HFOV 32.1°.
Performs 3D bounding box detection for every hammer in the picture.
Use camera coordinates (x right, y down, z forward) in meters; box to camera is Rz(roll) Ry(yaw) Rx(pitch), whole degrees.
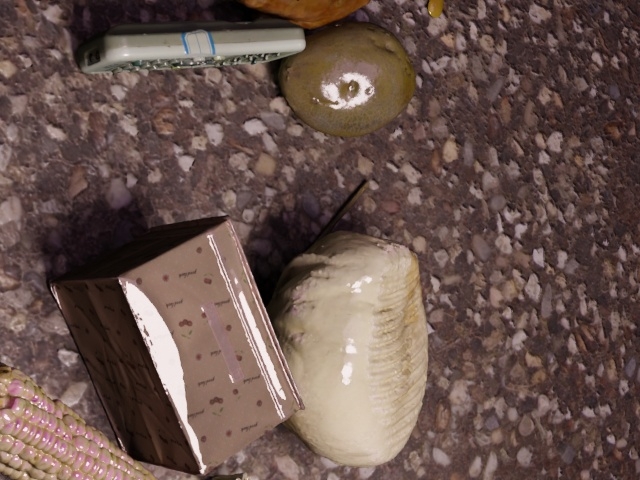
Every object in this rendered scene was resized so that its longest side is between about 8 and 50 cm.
[{"bbox_3d":[0.000,0.000,1.815,0.292,0.029,0.058,-50,117,-29],"label":"hammer"}]

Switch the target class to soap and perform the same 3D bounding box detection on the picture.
[{"bbox_3d":[0.212,-0.444,2.002,0.034,0.012,0.089,19,77,-34],"label":"soap"}]

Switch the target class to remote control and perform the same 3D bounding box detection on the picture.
[{"bbox_3d":[-0.184,-0.288,1.630,0.335,0.128,0.066,-10,92,-37],"label":"remote control"}]

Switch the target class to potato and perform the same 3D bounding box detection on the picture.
[{"bbox_3d":[0.042,-0.259,1.784,0.235,0.160,0.178,3,68,-28],"label":"potato"}]

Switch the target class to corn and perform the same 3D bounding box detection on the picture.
[{"bbox_3d":[-0.351,0.286,1.485,0.335,0.126,0.127,45,63,-31],"label":"corn"}]

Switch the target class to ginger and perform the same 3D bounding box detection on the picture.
[{"bbox_3d":[-0.016,-0.415,1.737,0.321,0.165,0.173,-21,107,-31],"label":"ginger"}]

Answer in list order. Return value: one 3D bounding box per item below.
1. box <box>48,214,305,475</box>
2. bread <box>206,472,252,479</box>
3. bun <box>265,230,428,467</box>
[{"bbox_3d":[-0.201,0.142,1.531,0.190,0.225,0.297,-28,103,-35],"label":"box"},{"bbox_3d":[-0.141,0.467,1.629,0.210,0.109,0.192,-42,110,-30],"label":"bread"},{"bbox_3d":[0.031,0.162,1.694,0.365,0.219,0.365,4,90,-65],"label":"bun"}]
